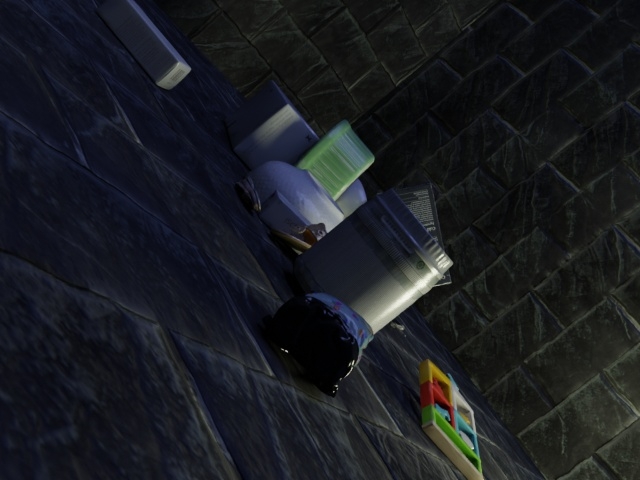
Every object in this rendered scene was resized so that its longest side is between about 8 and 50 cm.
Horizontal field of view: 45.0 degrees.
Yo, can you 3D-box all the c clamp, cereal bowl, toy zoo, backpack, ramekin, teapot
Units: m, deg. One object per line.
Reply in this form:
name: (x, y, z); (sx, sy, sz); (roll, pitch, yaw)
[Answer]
c clamp: (0.239, 0.267, 2.535); (0.137, 0.022, 0.161); (47, 6, 15)
cereal bowl: (-0.039, -0.082, 2.026); (0.339, 0.141, 0.339); (51, 6, -7)
toy zoo: (0.297, 0.400, 1.790); (0.192, 0.030, 0.293); (49, 20, -17)
backpack: (0.010, 0.145, 1.152); (0.152, 0.115, 0.182); (49, 3, 12)
ramekin: (0.019, -0.198, 2.283); (0.148, 0.303, 0.303); (45, 6, 0)
teapot: (0.049, -0.081, 2.506); (0.256, 0.187, 0.252); (106, -28, -71)

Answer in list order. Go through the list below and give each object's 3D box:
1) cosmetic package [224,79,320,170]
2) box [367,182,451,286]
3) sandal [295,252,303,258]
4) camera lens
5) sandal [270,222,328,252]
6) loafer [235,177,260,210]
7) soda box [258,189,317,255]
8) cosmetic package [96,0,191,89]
cosmetic package: (-0.157, -0.335, 2.349); (0.156, 0.217, 0.385); (48, 4, -22)
box: (0.257, 0.001, 2.467); (0.343, 0.179, 0.312); (159, -81, -82)
sandal: (0.023, 0.098, 1.795); (0.254, 0.054, 0.097); (45, 8, -44)
camera lens: (0.099, 0.056, 1.557); (0.219, 0.274, 0.219); (50, 7, -8)
sandal: (-0.003, 0.000, 1.770); (0.240, 0.079, 0.088); (30, -14, -24)
loafer: (-0.164, -0.100, 1.746); (0.125, 0.039, 0.045); (-116, -161, -54)
soda box: (-0.050, -0.017, 1.827); (0.216, 0.069, 0.074); (44, 8, -19)
cosmetic package: (-0.429, -0.486, 1.883); (0.231, 0.085, 0.117); (49, 6, 1)
